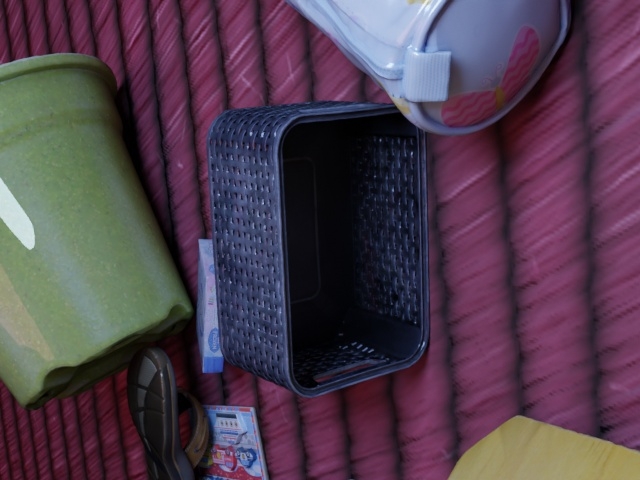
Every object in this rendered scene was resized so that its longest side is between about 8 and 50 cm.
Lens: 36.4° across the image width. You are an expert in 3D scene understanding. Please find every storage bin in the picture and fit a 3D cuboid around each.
[{"bbox_3d":[0.000,0.000,0.654,0.084,0.122,0.180,14,110,51],"label":"storage bin"}]

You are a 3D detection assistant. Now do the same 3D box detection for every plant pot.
[{"bbox_3d":[-0.257,0.009,0.918,0.254,0.276,0.276,59,141,7],"label":"plant pot"}]

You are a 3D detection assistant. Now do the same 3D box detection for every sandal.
[{"bbox_3d":[-0.135,0.188,0.931,0.090,0.060,0.219,30,136,49],"label":"sandal"}]

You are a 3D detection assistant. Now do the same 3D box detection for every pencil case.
[{"bbox_3d":[0.020,-0.173,0.580,0.273,0.124,0.114,45,132,36],"label":"pencil case"}]

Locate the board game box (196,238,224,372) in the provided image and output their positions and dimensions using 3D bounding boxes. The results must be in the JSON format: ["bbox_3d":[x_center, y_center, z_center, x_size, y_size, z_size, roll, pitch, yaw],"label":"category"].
[{"bbox_3d":[-0.097,0.056,0.857,0.090,0.020,0.090,-117,29,-66],"label":"board game box"}]

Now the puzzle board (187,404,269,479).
[{"bbox_3d":[-0.090,0.205,0.926,0.128,0.011,0.097,-11,90,54],"label":"puzzle board"}]

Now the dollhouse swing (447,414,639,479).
[{"bbox_3d":[0.140,0.316,0.485,0.315,0.305,0.347,50,167,-7],"label":"dollhouse swing"}]
